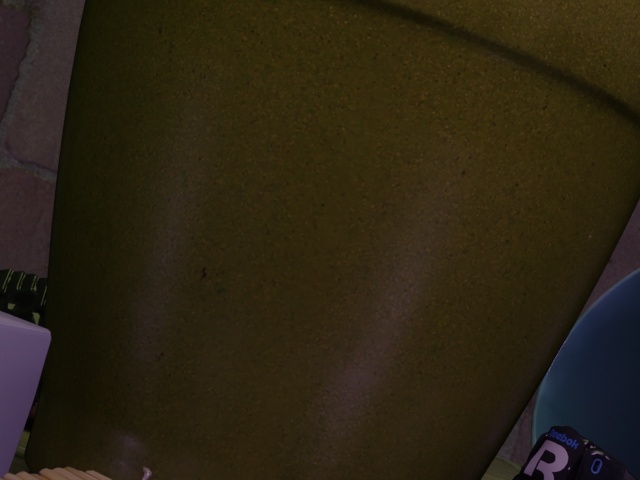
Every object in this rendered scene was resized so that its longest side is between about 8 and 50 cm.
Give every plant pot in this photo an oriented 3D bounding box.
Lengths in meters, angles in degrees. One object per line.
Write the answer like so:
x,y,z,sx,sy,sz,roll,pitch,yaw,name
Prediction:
0.000,0.000,0.894,0.367,0.353,0.366,18,-3,1,plant pot
0.351,0.180,1.246,0.293,0.293,0.235,15,-26,49,plant pot

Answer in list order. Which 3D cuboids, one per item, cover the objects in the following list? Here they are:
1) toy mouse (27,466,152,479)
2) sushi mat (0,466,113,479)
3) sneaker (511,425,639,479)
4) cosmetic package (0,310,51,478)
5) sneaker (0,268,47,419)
-0.081,0.126,0.698,0.161,0.031,0.143,8,0,-8,toy mouse
-0.029,0.128,0.479,0.317,0.019,0.151,15,11,42,sushi mat
0.083,0.143,0.780,0.217,0.121,0.079,20,-4,-33,sneaker
-0.351,0.010,0.679,0.377,0.097,0.284,17,0,25,cosmetic package
-0.163,0.108,1.138,0.319,0.112,0.131,11,-36,12,sneaker
